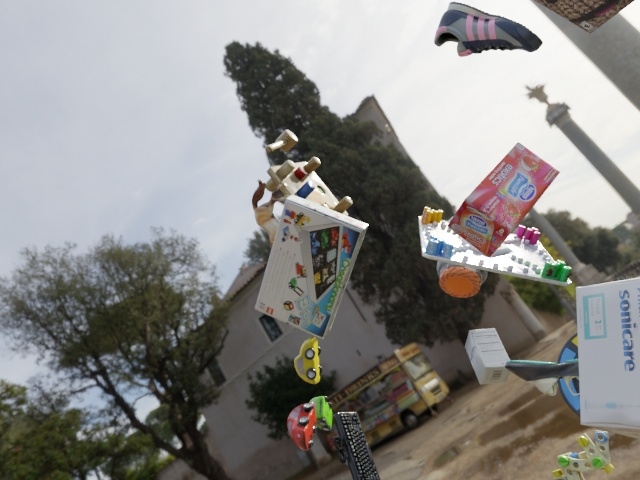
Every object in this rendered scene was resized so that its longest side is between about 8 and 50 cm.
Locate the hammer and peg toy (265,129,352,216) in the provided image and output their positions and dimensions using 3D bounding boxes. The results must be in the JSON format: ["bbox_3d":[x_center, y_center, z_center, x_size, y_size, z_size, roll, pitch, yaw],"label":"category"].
[{"bbox_3d":[-0.074,-0.194,1.725,0.127,0.361,0.266,-42,-8,28],"label":"hammer and peg toy"}]

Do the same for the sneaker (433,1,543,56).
[{"bbox_3d":[0.460,-0.560,1.444,0.112,0.319,0.131,16,-71,-49],"label":"sneaker"}]

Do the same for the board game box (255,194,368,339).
[{"bbox_3d":[-0.028,0.067,1.220,0.053,0.193,0.305,-46,-23,-65],"label":"board game box"}]

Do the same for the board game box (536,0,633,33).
[{"bbox_3d":[0.711,-0.742,1.393,0.141,0.291,0.232,-63,4,-9],"label":"board game box"}]

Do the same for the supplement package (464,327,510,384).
[{"bbox_3d":[0.629,0.434,1.939,0.105,0.179,0.105,-4,-51,-4],"label":"supplement package"}]

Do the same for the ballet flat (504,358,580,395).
[{"bbox_3d":[0.442,0.249,0.942,0.203,0.074,0.074,-13,-6,32],"label":"ballet flat"}]

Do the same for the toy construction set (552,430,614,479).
[{"bbox_3d":[0.831,0.761,1.550,0.215,0.327,0.151,-32,-45,25],"label":"toy construction set"}]

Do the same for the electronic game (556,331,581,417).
[{"bbox_3d":[0.626,0.290,1.101,0.229,0.229,0.048,-41,-39,22],"label":"electronic game"}]

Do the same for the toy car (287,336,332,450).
[{"bbox_3d":[-0.020,0.357,1.119,0.053,0.239,0.225,-5,-39,13],"label":"toy car"}]

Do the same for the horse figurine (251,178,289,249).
[{"bbox_3d":[-0.133,-0.062,1.592,0.174,0.263,0.066,-36,0,21],"label":"horse figurine"}]

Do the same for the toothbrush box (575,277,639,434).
[{"bbox_3d":[0.542,0.204,0.808,0.296,0.216,0.126,21,-24,-30],"label":"toothbrush box"}]

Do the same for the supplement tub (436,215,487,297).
[{"bbox_3d":[0.568,0.059,2.034,0.193,0.194,0.316,-55,9,48],"label":"supplement tub"}]

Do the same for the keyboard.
[{"bbox_3d":[0.081,0.511,1.271,0.108,0.180,0.023,8,-46,-34],"label":"keyboard"}]

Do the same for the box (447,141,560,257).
[{"bbox_3d":[0.438,-0.100,1.231,0.257,0.128,0.122,-42,-16,-28],"label":"box"}]

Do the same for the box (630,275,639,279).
[{"bbox_3d":[1.032,0.179,1.540,0.290,0.169,0.087,-31,10,33],"label":"box"}]

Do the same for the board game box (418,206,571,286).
[{"bbox_3d":[0.492,0.002,1.519,0.390,0.390,0.050,-64,-16,-70],"label":"board game box"}]
